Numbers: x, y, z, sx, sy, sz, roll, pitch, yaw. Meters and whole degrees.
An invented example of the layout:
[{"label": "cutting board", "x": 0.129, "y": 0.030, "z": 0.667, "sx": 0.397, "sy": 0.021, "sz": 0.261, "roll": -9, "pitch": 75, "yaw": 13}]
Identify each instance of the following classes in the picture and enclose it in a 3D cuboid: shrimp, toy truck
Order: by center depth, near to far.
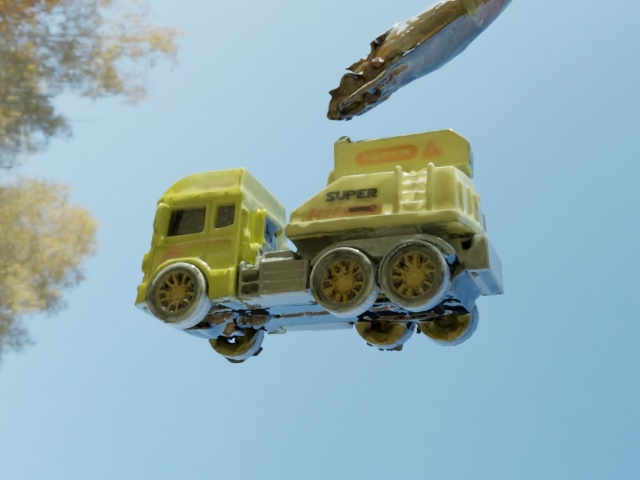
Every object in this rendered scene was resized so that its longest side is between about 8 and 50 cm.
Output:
[{"label": "toy truck", "x": 0.000, "y": 0.000, "z": 0.704, "sx": 0.272, "sy": 0.124, "sz": 0.157, "roll": -6, "pitch": -113, "yaw": 20}, {"label": "shrimp", "x": 0.087, "y": -0.169, "z": 0.795, "sx": 0.052, "sy": 0.251, "sz": 0.143, "roll": 58, "pitch": -25, "yaw": -4}]
